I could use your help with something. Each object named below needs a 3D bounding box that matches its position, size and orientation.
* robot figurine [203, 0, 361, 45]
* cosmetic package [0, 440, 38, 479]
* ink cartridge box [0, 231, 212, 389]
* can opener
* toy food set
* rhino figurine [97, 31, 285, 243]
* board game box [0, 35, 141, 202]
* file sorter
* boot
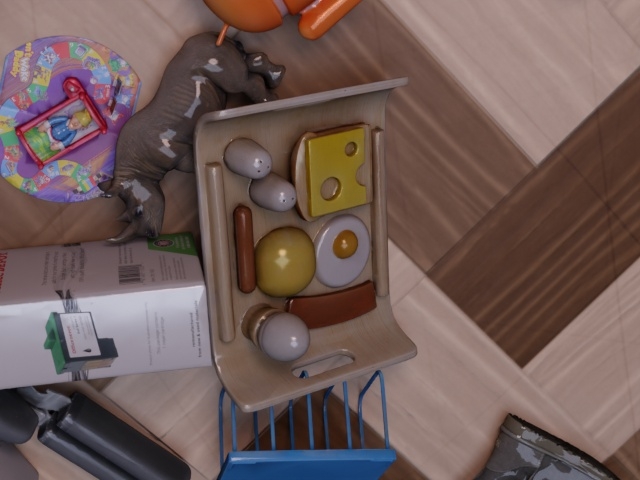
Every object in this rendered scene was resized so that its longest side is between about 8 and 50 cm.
[{"bbox_3d":[-0.034,-0.282,1.164,0.219,0.128,0.158,-36,145,2],"label":"robot figurine"},{"bbox_3d":[-0.440,0.248,1.249,0.225,0.138,0.224,-35,110,3],"label":"cosmetic package"},{"bbox_3d":[-0.224,0.065,1.220,0.220,0.160,0.092,-6,109,-8],"label":"ink cartridge box"},{"bbox_3d":[-0.264,0.204,1.295,0.280,0.093,0.074,35,132,-23],"label":"can opener"},{"bbox_3d":[0.000,0.000,1.233,0.220,0.092,0.306,-15,114,-30],"label":"toy food set"},{"bbox_3d":[-0.141,-0.097,1.229,0.106,0.073,0.243,34,96,-25],"label":"rhino figurine"},{"bbox_3d":[-0.252,-0.115,1.225,0.133,0.033,0.168,13,104,-15],"label":"board game box"},{"bbox_3d":[-0.021,0.198,1.315,0.170,0.118,0.104,1,64,-11],"label":"file sorter"},{"bbox_3d":[0.230,0.322,1.435,0.190,0.076,0.208,29,94,-3],"label":"boot"}]
